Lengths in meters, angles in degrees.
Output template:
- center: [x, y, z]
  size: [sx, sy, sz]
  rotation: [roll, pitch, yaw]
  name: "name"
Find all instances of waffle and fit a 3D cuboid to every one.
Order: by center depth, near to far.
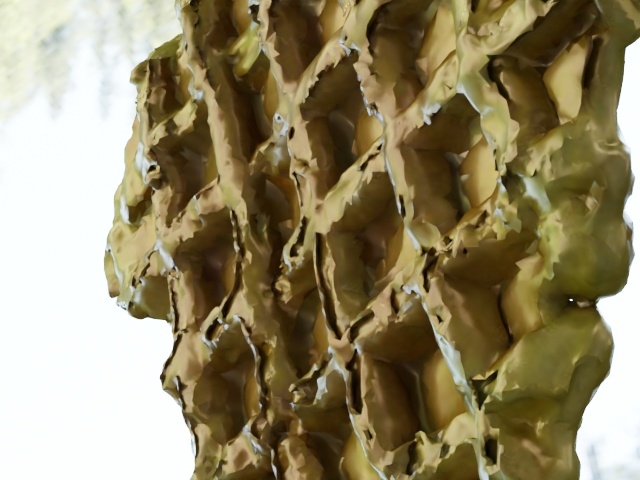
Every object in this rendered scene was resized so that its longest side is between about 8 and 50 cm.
- center: [0.002, 0.000, 0.570]
  size: [0.051, 0.291, 0.291]
  rotation: [6, -107, -30]
  name: "waffle"
